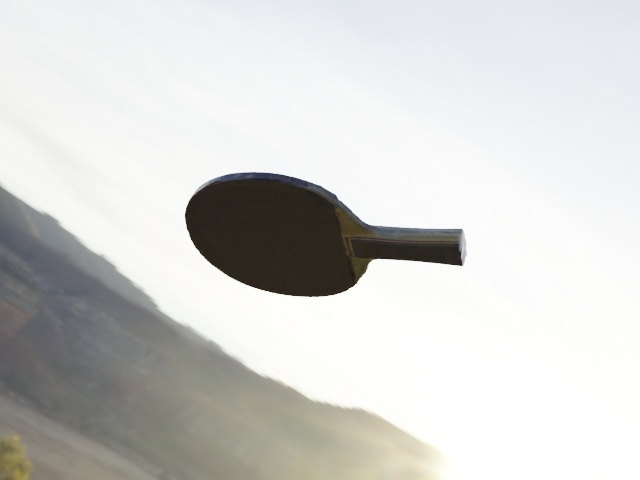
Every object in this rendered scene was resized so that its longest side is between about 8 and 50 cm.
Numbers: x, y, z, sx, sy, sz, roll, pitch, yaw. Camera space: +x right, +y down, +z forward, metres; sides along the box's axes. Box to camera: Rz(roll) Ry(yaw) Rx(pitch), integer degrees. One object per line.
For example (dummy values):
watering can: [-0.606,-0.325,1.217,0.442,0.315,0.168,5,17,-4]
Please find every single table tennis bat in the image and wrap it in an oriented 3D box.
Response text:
table tennis bat: [0.000,0.000,0.566,0.158,0.014,0.095,3,-43,19]
